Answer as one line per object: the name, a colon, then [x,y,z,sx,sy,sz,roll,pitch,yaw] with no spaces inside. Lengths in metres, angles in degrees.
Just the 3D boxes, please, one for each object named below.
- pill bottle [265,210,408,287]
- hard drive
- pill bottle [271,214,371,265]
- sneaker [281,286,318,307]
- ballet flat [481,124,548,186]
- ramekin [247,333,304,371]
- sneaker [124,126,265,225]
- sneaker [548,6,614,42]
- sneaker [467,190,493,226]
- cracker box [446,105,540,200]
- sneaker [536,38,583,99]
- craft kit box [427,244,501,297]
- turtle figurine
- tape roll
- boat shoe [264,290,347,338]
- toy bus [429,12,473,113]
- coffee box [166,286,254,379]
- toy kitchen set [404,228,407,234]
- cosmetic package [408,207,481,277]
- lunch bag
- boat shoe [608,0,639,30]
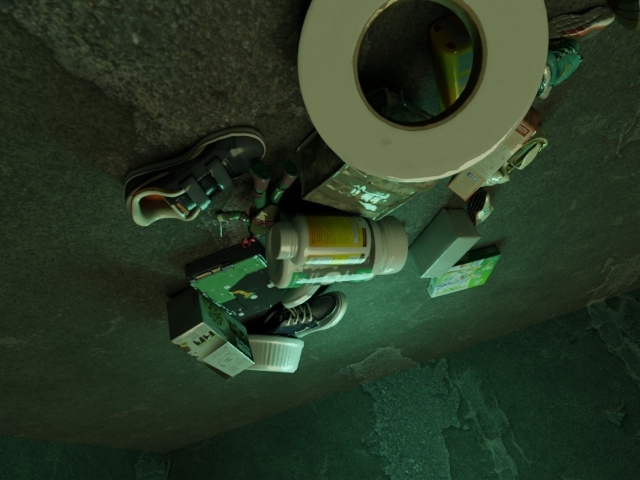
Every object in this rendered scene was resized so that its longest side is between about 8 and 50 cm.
pill bottle: [0.044,0.019,1.158,0.361,0.204,0.204,-3,144,-21]
hard drive: [-0.238,0.136,1.327,0.237,0.064,0.339,-22,147,6]
pill bottle: [0.000,0.000,0.969,0.215,0.117,0.117,0,143,-22]
sneaker: [-0.037,0.105,1.328,0.258,0.094,0.091,-43,115,-1]
ballet flat: [0.516,-0.212,1.155,0.086,0.086,0.248,11,138,-36]
ramekin: [-0.207,0.452,1.657,0.273,0.127,0.273,4,162,1]
sneaker: [-0.257,-0.124,0.885,0.321,0.127,0.126,-23,145,5]
sneaker: [0.526,-0.429,0.867,0.158,0.061,0.065,-14,154,-3]
sneaker: [0.520,-0.114,1.337,0.075,0.057,0.161,-29,147,-13]
cracker box: [0.428,-0.223,1.035,0.155,0.067,0.232,-47,174,-48]
sneaker: [0.458,-0.360,0.836,0.110,0.107,0.275,-35,175,35]
craft kit box: [0.581,0.131,1.713,0.250,0.060,0.246,-14,149,-5]
turtle figurine: [-0.141,-0.080,0.964,0.175,0.118,0.234,-37,167,-46]
tape roll: [0.157,-0.288,0.686,0.393,0.072,0.391,2,114,5]
boat shoe: [-0.066,0.281,1.550,0.158,0.127,0.341,14,139,-42]
toy bus: [0.303,-0.349,0.834,0.130,0.108,0.332,-23,147,10]
coffee box: [-0.352,0.303,1.353,0.119,0.168,0.297,-32,132,2]
toy kitchen set: [0.275,0.010,1.377,0.083,0.068,0.075,17,133,-42]
cosmetic package: [0.405,0.012,1.392,0.107,0.127,0.238,2,144,-27]
lunch bag: [0.128,-0.183,0.909,0.235,0.168,0.287,13,147,-38]
boat shoe: [0.597,-0.504,0.760,0.095,0.095,0.257,-38,142,18]
